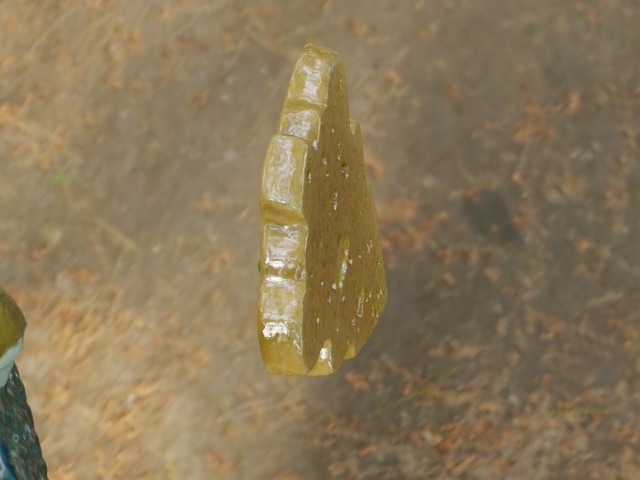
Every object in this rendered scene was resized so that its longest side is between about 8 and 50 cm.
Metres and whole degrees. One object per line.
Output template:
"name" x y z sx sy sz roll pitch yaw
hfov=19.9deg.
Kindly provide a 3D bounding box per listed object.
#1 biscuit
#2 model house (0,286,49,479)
"biscuit" 0.000 0.000 1.155 0.041 0.238 0.212 0 69 14
"model house" -0.277 0.107 1.190 0.184 0.291 0.253 -4 56 -31
